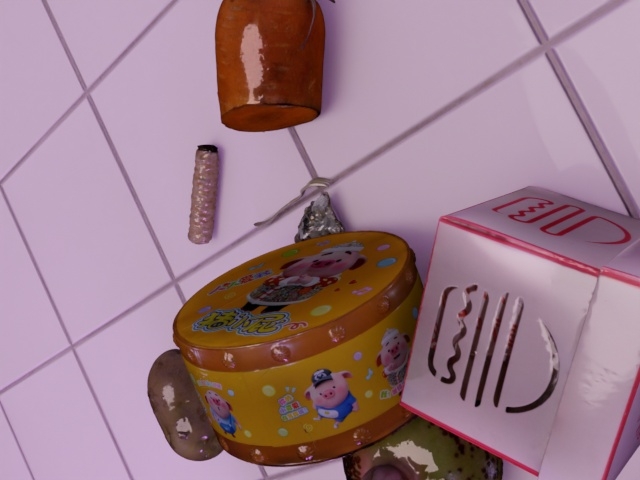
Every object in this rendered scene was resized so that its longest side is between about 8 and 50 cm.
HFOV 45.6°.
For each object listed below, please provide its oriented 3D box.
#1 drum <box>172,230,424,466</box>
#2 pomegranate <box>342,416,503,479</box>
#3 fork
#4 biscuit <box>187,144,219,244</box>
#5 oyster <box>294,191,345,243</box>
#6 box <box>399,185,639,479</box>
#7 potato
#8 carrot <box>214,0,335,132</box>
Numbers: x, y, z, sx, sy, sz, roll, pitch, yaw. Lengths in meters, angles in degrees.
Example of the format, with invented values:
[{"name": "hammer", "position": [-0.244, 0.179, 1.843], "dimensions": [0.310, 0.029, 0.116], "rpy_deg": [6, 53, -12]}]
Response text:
[{"name": "drum", "position": [-0.019, 0.161, 1.261], "dimensions": [0.431, 0.431, 0.214], "rpy_deg": [-3, 114, 38]}, {"name": "pomegranate", "position": [0.149, 0.390, 1.260], "dimensions": [0.285, 0.341, 0.284], "rpy_deg": [6, 102, 29]}, {"name": "fork", "position": [-0.061, -0.076, 1.495], "dimensions": [0.219, 0.034, 0.028], "rpy_deg": [-28, 111, 40]}, {"name": "biscuit", "position": [-0.248, -0.098, 1.612], "dimensions": [0.061, 0.055, 0.219], "rpy_deg": [24, 115, 37]}, {"name": "oyster", "position": [0.000, 0.000, 1.447], "dimensions": [0.125, 0.064, 0.177], "rpy_deg": [-11, 100, 34]}, {"name": "box", "position": [0.333, 0.120, 1.068], "dimensions": [0.300, 0.312, 0.314], "rpy_deg": [23, 114, 33]}, {"name": "potato", "position": [-0.301, 0.373, 1.726], "dimensions": [0.165, 0.165, 0.262], "rpy_deg": [-35, 75, 38]}, {"name": "carrot", "position": [-0.087, -0.346, 1.327], "dimensions": [0.214, 0.193, 0.331], "rpy_deg": [-137, 48, -72]}]
